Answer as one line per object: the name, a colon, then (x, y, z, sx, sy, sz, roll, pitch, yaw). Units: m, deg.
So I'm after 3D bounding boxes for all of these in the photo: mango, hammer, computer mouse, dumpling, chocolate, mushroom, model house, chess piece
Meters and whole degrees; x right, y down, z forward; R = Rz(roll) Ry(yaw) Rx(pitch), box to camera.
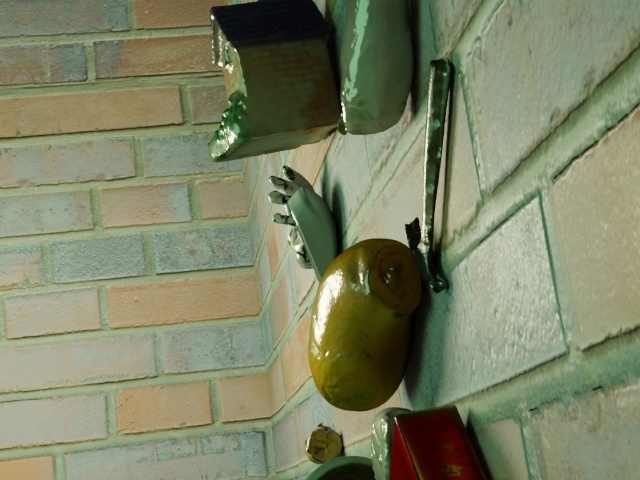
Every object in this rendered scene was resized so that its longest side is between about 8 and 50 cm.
mango: (0.064, 0.121, 1.547, 0.359, 0.144, 0.187, 102, 150, -43)
hammer: (0.140, -0.082, 1.302, 0.125, 0.026, 0.297, -116, 22, -54)
computer mouse: (0.000, 0.000, 2.080, 0.128, 0.079, 0.231, -113, 4, -70)
dumpling: (0.114, 0.309, 1.456, 0.176, 0.092, 0.150, 117, 158, -69)
chocolate: (0.000, 0.465, 2.338, 0.219, 0.085, 0.086, 105, 158, -73)
mushroom: (0.076, -0.293, 1.373, 0.109, 0.097, 0.352, -112, 22, -59)
model house: (-0.108, -0.318, 2.009, 0.312, 0.245, 0.280, 162, 96, -74)
chess piece: (0.057, 0.489, 1.716, 0.299, 0.194, 0.195, 82, 177, -57)

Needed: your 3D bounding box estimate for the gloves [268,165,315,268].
gloves: (-0.039, -0.054, 2.192, 0.127, 0.111, 0.212, -52, -40, -64)

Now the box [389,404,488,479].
box: (0.148, 0.388, 1.319, 0.197, 0.089, 0.313, -111, 18, -49)
